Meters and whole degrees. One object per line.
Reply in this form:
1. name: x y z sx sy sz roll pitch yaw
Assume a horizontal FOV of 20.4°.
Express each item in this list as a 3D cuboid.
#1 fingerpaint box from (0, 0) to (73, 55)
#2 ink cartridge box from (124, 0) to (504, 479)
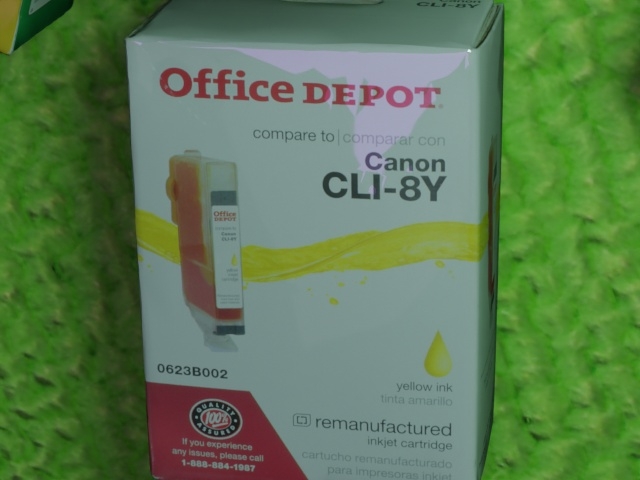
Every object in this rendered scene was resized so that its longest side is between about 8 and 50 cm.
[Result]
1. fingerpaint box: -0.331 -0.419 1.344 0.371 0.163 0.445 19 113 4
2. ink cartridge box: 0.000 0.000 1.438 0.279 0.160 0.385 3 112 11
